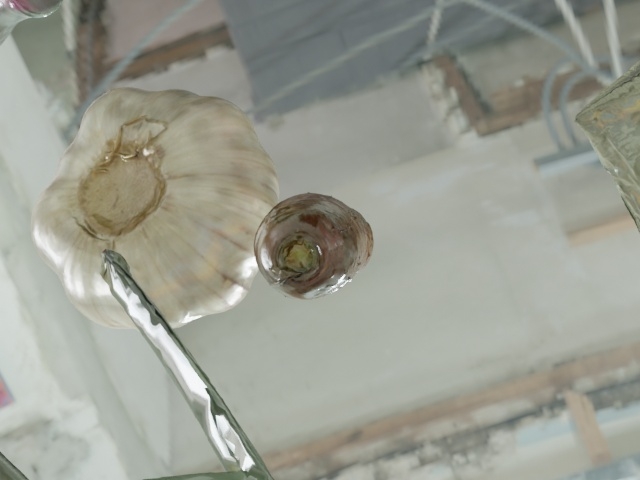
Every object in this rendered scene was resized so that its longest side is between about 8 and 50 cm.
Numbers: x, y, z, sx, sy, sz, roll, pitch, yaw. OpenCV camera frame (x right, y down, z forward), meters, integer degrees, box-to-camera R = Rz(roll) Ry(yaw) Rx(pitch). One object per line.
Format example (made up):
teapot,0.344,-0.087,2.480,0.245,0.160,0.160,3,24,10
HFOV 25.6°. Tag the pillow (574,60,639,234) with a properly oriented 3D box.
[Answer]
pillow,0.339,-0.075,1.309,0.148,0.230,0.050,-32,-151,5

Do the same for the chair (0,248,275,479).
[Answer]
chair,-0.061,0.114,0.448,0.203,0.190,0.274,-3,-152,-44

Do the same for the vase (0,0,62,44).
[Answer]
vase,-0.312,-0.206,1.290,0.214,0.086,0.086,-12,-154,49

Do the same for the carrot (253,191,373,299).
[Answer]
carrot,0.000,0.000,0.831,0.060,0.060,0.186,-16,-178,8

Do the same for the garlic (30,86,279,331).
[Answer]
garlic,-0.102,-0.013,1.115,0.199,0.226,0.199,-7,-107,24
